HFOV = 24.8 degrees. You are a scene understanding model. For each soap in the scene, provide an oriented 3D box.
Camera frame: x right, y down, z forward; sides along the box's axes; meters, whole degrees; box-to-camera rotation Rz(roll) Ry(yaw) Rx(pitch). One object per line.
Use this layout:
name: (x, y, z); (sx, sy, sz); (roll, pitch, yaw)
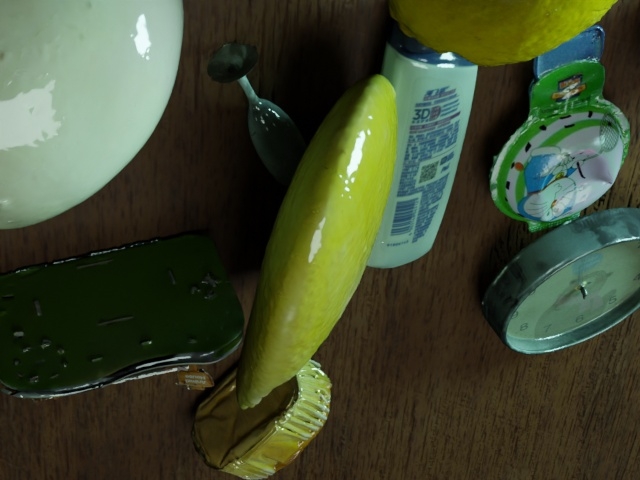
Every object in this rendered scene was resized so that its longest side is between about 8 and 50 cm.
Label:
soap: (0.003, 0.002, 1.656); (0.115, 0.306, 0.427); (25, 145, 6)

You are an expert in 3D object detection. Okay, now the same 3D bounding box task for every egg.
egg: (-0.284, -0.169, 1.385); (0.345, 0.283, 0.283); (-39, 136, 2)

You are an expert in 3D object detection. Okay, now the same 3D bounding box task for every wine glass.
wine glass: (-0.063, -0.140, 1.675); (0.066, 0.066, 0.198); (-30, 137, 1)

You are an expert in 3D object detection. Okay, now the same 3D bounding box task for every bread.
bread: (-0.073, 0.237, 1.967); (0.114, 0.132, 0.190); (26, 117, -42)

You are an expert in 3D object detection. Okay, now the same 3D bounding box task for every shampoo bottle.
shampoo bottle: (0.121, -0.131, 1.769); (0.134, 0.078, 0.359); (-17, 136, -28)

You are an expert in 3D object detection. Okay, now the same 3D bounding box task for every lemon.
lemon: (0.193, -0.326, 1.483); (0.297, 0.297, 0.297); (-14, 134, -15)

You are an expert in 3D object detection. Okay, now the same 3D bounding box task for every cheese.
cheese: (0.308, -0.133, 1.854); (0.204, 0.083, 0.320); (-17, 137, -13)

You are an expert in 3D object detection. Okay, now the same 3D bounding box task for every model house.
model house: (-0.245, 0.132, 1.733); (0.294, 0.207, 0.154); (-12, 136, -15)

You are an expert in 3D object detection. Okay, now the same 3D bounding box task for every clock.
clock: (0.363, 0.061, 2.041); (0.280, 0.055, 0.280); (-19, 148, -12)
